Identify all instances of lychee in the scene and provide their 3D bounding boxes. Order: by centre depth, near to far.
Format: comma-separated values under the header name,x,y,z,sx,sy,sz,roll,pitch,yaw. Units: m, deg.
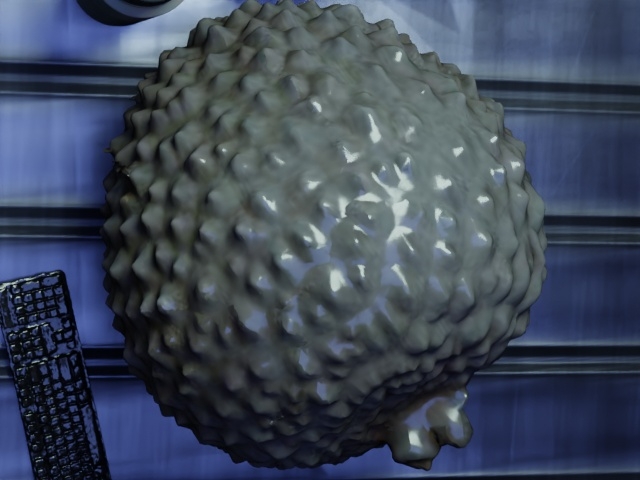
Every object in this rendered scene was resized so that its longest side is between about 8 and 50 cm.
name,x,y,z,sx,sy,sz,roll,pitch,yaw
lychee,0.000,0.000,1.306,0.380,0.380,0.432,-25,72,-9

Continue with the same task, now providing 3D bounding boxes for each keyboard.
name,x,y,z,sx,sy,sz,roll,pitch,yaw
keyboard,-0.249,0.146,1.436,0.072,0.023,0.231,-13,98,-13

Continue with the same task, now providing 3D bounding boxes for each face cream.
name,x,y,z,sx,sy,sz,roll,pitch,yaw
face cream,-0.153,-0.226,1.270,0.092,0.311,0.092,-2,97,-13
